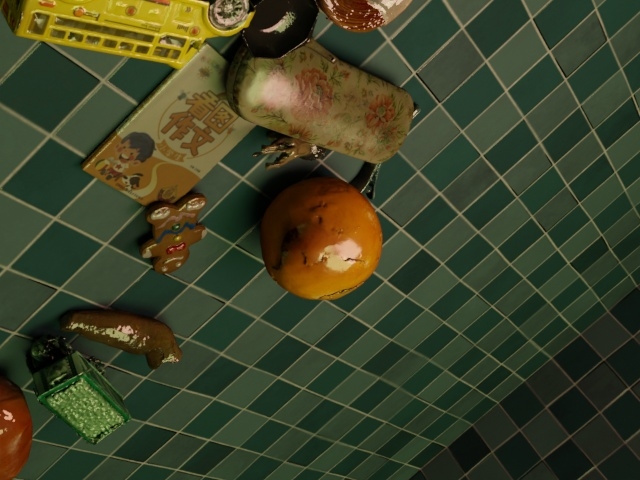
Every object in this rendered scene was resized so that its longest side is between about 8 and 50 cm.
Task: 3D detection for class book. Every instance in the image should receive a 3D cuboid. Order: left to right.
[{"bbox_3d":[-0.238,-0.183,1.456,0.295,0.020,0.208,-43,143,9],"label":"book"}]

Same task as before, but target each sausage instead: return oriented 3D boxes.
[{"bbox_3d":[-0.643,0.378,1.639,0.141,0.153,0.268,-14,140,-37],"label":"sausage"}]

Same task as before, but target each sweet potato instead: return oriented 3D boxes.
[{"bbox_3d":[-0.387,0.196,1.700,0.112,0.085,0.285,-45,143,19],"label":"sweet potato"}]

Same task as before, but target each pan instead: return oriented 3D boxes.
[{"bbox_3d":[-0.059,-0.325,1.326,0.128,0.048,0.202,-33,148,-3],"label":"pan"}]

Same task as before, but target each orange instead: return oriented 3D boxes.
[{"bbox_3d":[0.000,0.000,1.658,0.246,0.246,0.246,-22,142,-18],"label":"orange"}]

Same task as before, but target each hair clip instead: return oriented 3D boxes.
[{"bbox_3d":[0.134,-0.182,1.741,0.070,0.039,0.229,7,125,-42],"label":"hair clip"}]

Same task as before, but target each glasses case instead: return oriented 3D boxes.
[{"bbox_3d":[0.012,-0.246,1.510,0.425,0.098,0.157,12,107,-46],"label":"glasses case"}]

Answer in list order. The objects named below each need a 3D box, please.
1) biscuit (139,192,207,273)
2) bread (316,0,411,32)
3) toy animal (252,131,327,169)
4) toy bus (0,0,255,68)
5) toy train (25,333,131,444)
[{"bbox_3d":[-0.274,-0.004,1.599,0.138,0.031,0.205,-19,149,-32],"label":"biscuit"},{"bbox_3d":[0.067,-0.434,1.320,0.224,0.142,0.212,-25,139,-16],"label":"bread"},{"bbox_3d":[-0.068,-0.167,1.551,0.219,0.086,0.069,-23,107,-58],"label":"toy animal"},{"bbox_3d":[-0.260,-0.332,1.167,0.330,0.144,0.152,2,129,-39],"label":"toy bus"},{"bbox_3d":[-0.482,0.289,1.669,0.115,0.154,0.269,-29,144,-6],"label":"toy train"}]
